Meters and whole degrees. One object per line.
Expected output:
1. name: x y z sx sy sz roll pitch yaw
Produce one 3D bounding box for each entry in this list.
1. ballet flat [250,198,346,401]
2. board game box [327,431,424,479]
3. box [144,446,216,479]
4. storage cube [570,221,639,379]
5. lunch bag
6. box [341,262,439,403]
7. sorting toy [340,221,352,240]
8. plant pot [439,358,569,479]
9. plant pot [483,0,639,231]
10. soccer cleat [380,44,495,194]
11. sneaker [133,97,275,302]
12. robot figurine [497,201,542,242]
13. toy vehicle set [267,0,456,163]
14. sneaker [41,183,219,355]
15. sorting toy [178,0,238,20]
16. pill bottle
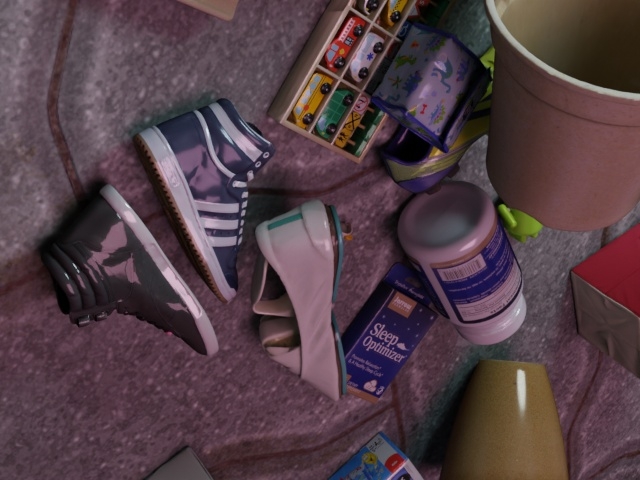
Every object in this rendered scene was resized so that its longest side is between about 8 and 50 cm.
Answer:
1. ballet flat: -0.034 0.098 1.516 0.139 0.139 0.400 -27 142 -21
2. board game box: 0.078 0.542 1.914 0.302 0.086 0.308 -41 134 -8
3. box: -0.175 0.454 1.660 0.113 0.094 0.275 -38 134 -10
4. storage cube: 0.607 0.114 1.972 0.193 0.183 0.215 -31 132 -17
5. lunch bag: 0.164 -0.203 1.444 0.151 0.096 0.129 31 91 -47
6. box: 0.106 0.154 1.724 0.136 0.036 0.225 30 96 -44
7. sorting toy: 0.000 0.000 1.549 0.083 0.045 0.075 21 123 -43
8. plant pot: 0.335 0.344 1.883 0.237 0.237 0.254 13 79 -41
9. plant pot: 0.353 -0.189 1.378 0.334 0.334 0.305 -26 147 -22
10. soccer cleat: 0.202 -0.195 1.533 0.289 0.093 0.121 -50 132 0
11. sneaker: -0.122 -0.053 1.374 0.153 0.099 0.282 -32 129 -15
12. robot figurine: 0.336 -0.054 1.741 0.101 0.067 0.115 -20 127 -23
13. toy vehicle set: 0.058 -0.250 1.428 0.166 0.035 0.267 21 103 -43
14. sneaker: -0.250 0.075 1.363 0.147 0.104 0.296 -38 128 -9
15. sorting toy: -0.140 -0.378 1.202 0.193 0.038 0.208 15 103 -42
16. pill bottle: 0.232 0.043 1.666 0.153 0.153 0.265 -40 134 -9
